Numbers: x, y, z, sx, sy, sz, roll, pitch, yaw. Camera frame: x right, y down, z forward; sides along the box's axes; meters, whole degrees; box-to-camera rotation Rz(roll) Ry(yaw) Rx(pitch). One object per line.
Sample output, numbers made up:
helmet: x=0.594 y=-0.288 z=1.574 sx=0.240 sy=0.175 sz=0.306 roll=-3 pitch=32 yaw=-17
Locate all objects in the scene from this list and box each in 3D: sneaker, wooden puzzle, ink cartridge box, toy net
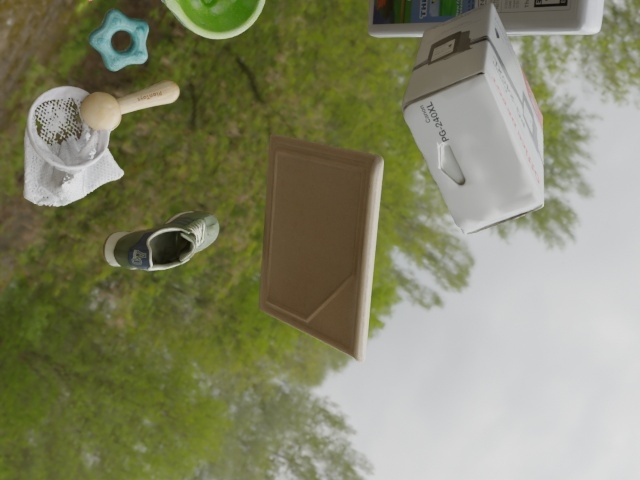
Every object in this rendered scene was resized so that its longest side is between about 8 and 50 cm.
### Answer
sneaker: x=-0.191 y=0.005 z=1.168 sx=0.086 sy=0.192 sz=0.064 roll=9 pitch=-73 yaw=38
wooden puzzle: x=0.000 y=0.000 z=0.987 sx=0.238 sy=0.044 sz=0.221 roll=22 pitch=-69 yaw=56
ink cartridge box: x=0.115 y=-0.092 z=0.630 sx=0.063 sy=0.109 sz=0.150 roll=-20 pitch=-154 yaw=23
toy net: x=-0.143 y=-0.122 z=0.588 sx=0.232 sy=0.122 sz=0.045 roll=-54 pitch=-147 yaw=5

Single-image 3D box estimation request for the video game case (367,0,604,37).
video game case: x=0.163 y=-0.372 z=0.863 sx=0.300 sy=0.036 sz=0.329 roll=16 pitch=-73 yaw=51
